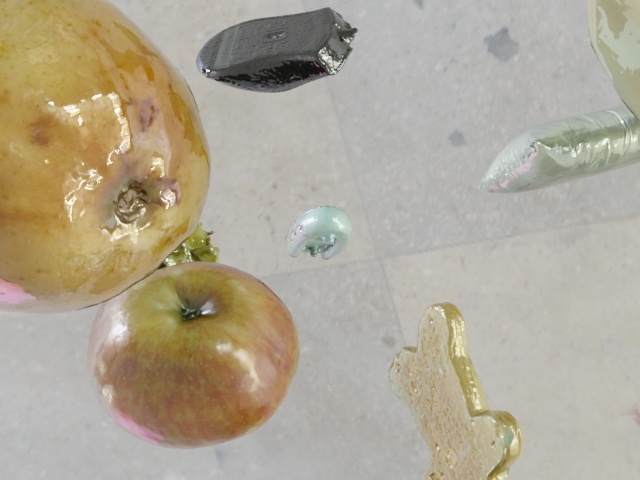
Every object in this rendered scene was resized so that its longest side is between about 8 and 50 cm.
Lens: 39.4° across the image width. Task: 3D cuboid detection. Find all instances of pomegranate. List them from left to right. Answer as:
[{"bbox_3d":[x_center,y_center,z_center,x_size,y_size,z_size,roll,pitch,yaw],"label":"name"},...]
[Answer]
[{"bbox_3d":[-0.169,-0.057,0.540,0.207,0.207,0.207,6,116,12],"label":"pomegranate"}]

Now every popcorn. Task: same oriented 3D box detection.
[{"bbox_3d":[-0.295,0.029,1.641,0.169,0.189,0.218,-20,86,66],"label":"popcorn"}]

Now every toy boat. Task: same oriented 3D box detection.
[{"bbox_3d":[0.000,0.000,1.934,0.134,0.079,0.208,7,154,-16],"label":"toy boat"}]

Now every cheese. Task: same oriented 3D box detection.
[{"bbox_3d":[0.384,-0.210,0.914,0.127,0.233,0.266,-29,99,-4],"label":"cheese"}]

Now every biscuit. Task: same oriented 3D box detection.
[{"bbox_3d":[0.128,0.183,0.791,0.030,0.234,0.153,-8,147,-25],"label":"biscuit"}]

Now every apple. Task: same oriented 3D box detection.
[{"bbox_3d":[-0.194,0.160,1.332,0.309,0.277,0.250,-32,133,-5],"label":"apple"}]

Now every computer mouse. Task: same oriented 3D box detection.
[{"bbox_3d":[-0.061,-0.292,1.416,0.264,0.147,0.088,-6,138,21],"label":"computer mouse"}]

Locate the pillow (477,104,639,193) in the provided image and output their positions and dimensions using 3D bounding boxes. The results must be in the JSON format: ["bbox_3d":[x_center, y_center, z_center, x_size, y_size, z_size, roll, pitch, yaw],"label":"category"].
[{"bbox_3d":[0.325,-0.118,1.078,0.254,0.144,0.078,-15,81,-16],"label":"pillow"}]
